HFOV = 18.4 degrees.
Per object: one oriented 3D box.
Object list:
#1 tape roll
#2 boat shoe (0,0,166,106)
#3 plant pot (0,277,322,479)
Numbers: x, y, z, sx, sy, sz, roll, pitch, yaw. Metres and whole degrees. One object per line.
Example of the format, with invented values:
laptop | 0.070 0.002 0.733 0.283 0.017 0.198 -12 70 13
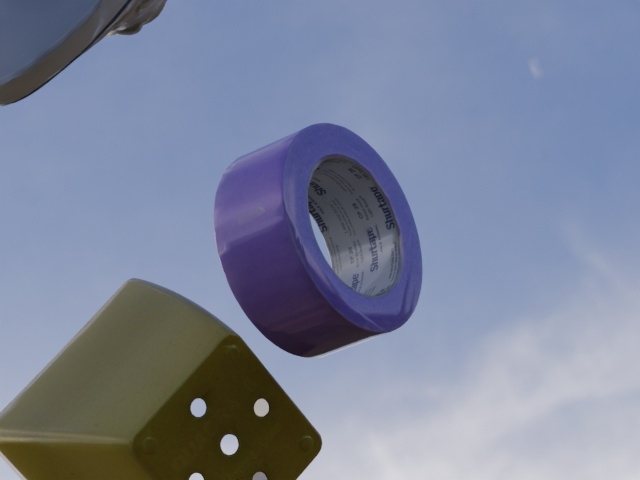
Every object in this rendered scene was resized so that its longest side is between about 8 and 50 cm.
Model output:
tape roll | 0.000 0.000 1.687 0.080 0.189 0.189 -22 -34 33
boat shoe | -0.126 -0.168 1.231 0.258 0.095 0.084 -49 -34 -17
plant pot | -0.127 0.177 1.758 0.212 0.187 0.212 -48 -67 -25
